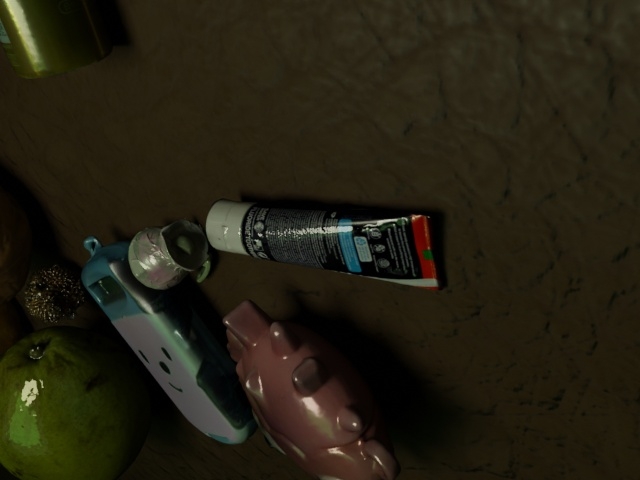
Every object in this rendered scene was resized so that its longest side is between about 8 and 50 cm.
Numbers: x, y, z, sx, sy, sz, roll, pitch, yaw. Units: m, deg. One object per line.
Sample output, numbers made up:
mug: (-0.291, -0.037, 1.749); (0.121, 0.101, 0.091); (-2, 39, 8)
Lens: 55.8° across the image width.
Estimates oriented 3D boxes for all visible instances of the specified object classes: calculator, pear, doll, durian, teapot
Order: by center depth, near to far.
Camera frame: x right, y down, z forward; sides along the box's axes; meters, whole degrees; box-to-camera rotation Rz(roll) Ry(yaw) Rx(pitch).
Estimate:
doll: (-0.016, 0.143, 0.548); (0.262, 0.093, 0.211); (25, 144, 49)
teapot: (-0.139, 0.015, 0.594); (0.064, 0.064, 0.083); (-21, 139, 41)
calculator: (-0.173, 0.114, 0.691); (0.293, 0.051, 0.173); (56, 149, -10)
durian: (-0.349, 0.068, 0.792); (0.080, 0.080, 0.091); (34, 165, 15)
pear: (-0.342, 0.228, 0.827); (0.212, 0.212, 0.269); (25, 142, 24)

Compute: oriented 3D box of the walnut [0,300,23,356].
walnut: (-0.591, 0.125, 1.017); (0.137, 0.137, 0.245); (-5, 126, 44)

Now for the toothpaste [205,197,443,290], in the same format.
toothpaste: (0.000, 0.000, 0.468); (0.193, 0.045, 0.071); (7, 135, 30)

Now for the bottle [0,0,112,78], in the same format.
bottle: (-0.233, -0.264, 0.420); (0.082, 0.082, 0.286); (13, 130, 34)

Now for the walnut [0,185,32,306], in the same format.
walnut: (-0.469, -0.004, 0.759); (0.221, 0.195, 0.195); (34, 139, 27)
